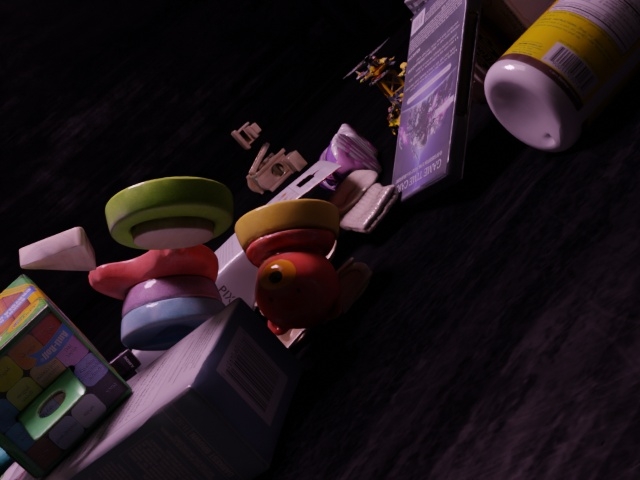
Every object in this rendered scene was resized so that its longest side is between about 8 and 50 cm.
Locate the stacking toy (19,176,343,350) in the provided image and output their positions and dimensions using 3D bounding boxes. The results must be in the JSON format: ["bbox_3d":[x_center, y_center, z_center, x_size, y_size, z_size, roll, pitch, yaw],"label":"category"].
[{"bbox_3d":[-0.148,0.053,1.051,0.309,0.130,0.279,-23,-23,31],"label":"stacking toy"}]

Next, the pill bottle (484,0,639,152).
[{"bbox_3d":[0.278,-0.201,0.996,0.215,0.117,0.117,-45,12,-16],"label":"pill bottle"}]

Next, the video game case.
[{"bbox_3d":[0.142,-0.186,1.183,0.196,0.026,0.274,148,130,-72],"label":"video game case"}]

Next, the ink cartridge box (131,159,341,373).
[{"bbox_3d":[-0.104,0.042,1.399,0.385,0.091,0.308,-42,8,0],"label":"ink cartridge box"}]

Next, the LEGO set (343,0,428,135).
[{"bbox_3d":[0.196,-0.359,1.643,0.331,0.192,0.255,-42,12,3],"label":"LEGO set"}]

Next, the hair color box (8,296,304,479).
[{"bbox_3d":[-0.202,0.236,0.996,0.374,0.113,0.185,-37,12,22],"label":"hair color box"}]

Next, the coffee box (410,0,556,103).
[{"bbox_3d":[0.255,-0.291,1.274,0.119,0.168,0.297,-43,11,-7],"label":"coffee box"}]

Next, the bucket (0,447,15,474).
[{"bbox_3d":[-0.516,0.304,1.364,0.281,0.183,0.281,-43,-18,-18],"label":"bucket"}]

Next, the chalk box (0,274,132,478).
[{"bbox_3d":[-0.296,0.141,0.985,0.132,0.132,0.213,-44,23,-14],"label":"chalk box"}]

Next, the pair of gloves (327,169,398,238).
[{"bbox_3d":[0.000,0.000,1.286,0.240,0.042,0.204,-49,14,2],"label":"pair of gloves"}]

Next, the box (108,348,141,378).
[{"bbox_3d":[-0.291,0.192,1.152,0.162,0.029,0.116,-37,2,-18],"label":"box"}]

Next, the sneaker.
[{"bbox_3d":[0.036,-0.120,1.581,0.104,0.095,0.236,-46,6,12],"label":"sneaker"}]

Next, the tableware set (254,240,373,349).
[{"bbox_3d":[-0.013,0.058,1.144,0.141,0.020,0.169,-46,33,4],"label":"tableware set"}]

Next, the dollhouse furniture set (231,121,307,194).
[{"bbox_3d":[-0.142,-0.197,2.229,0.101,0.161,0.182,-45,11,-13],"label":"dollhouse furniture set"}]

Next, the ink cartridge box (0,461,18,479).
[{"bbox_3d":[-0.332,0.300,1.228,0.219,0.092,0.160,-44,12,-8],"label":"ink cartridge box"}]
